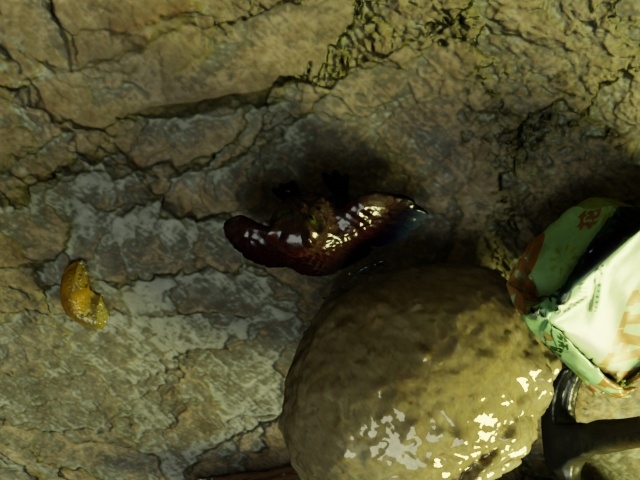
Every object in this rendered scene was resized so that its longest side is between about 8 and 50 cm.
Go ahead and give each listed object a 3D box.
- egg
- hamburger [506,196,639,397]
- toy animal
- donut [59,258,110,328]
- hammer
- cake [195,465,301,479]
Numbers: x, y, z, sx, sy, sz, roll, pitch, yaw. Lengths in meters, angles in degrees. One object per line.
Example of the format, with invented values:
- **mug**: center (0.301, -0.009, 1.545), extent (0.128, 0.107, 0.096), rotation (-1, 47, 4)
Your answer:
- **egg**: center (0.100, 0.161, 1.620), extent (0.310, 0.279, 0.279), rotation (-34, 119, 17)
- **hamburger**: center (0.321, 0.040, 1.556), extent (0.214, 0.125, 0.235), rotation (37, 89, -39)
- **toy animal**: center (-0.002, 0.000, 1.554), extent (0.218, 0.179, 0.116), rotation (-6, 105, 16)
- **donut**: center (-0.275, 0.066, 1.756), extent (0.067, 0.038, 0.083), rotation (21, 134, -4)
- **hammer**: center (0.404, 0.199, 1.599), extent (0.044, 0.168, 0.440), rotation (-4, 173, -39)
- **cake**: center (-0.056, 0.351, 1.929), extent (0.287, 0.098, 0.135), rotation (-3, 131, 13)
